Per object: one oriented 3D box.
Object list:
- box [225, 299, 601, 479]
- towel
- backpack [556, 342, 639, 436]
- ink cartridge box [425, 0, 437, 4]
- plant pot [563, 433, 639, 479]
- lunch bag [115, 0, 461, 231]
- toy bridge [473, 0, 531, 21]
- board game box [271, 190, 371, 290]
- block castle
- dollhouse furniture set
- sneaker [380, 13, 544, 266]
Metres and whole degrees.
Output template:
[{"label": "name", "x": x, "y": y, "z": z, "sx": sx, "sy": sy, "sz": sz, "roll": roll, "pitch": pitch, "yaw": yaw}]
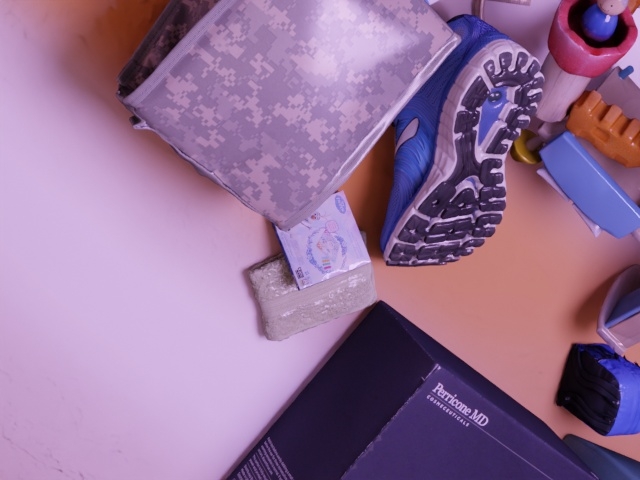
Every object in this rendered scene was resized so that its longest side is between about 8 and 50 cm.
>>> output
[{"label": "box", "x": 0.118, "y": 0.305, "z": 1.548, "sx": 0.343, "sy": 0.179, "sz": 0.312, "roll": 38, "pitch": 96, "yaw": -30}, {"label": "towel", "x": -0.006, "y": 0.052, "z": 1.488, "sx": 0.148, "sy": 0.027, "sz": 0.110, "roll": -20, "pitch": 116, "yaw": -12}, {"label": "backpack", "x": 0.380, "y": 0.193, "z": 1.637, "sx": 0.101, "sy": 0.120, "sz": 0.097, "roll": -1, "pitch": 110, "yaw": -20}, {"label": "ink cartridge box", "x": 0.121, "y": -0.327, "z": 1.325, "sx": 0.090, "sy": 0.143, "sz": 0.092, "roll": -27, "pitch": 119, "yaw": 11}, {"label": "plant pot", "x": 0.389, "y": 0.362, "z": 1.644, "sx": 0.166, "sy": 0.234, "sz": 0.165, "roll": 24, "pitch": 102, "yaw": -27}, {"label": "lunch bag", "x": -0.043, "y": -0.181, "z": 1.299, "sx": 0.235, "sy": 0.169, "sz": 0.287, "roll": 39, "pitch": 91, "yaw": -27}, {"label": "toy bridge", "x": 0.207, "y": -0.278, "z": 1.434, "sx": 0.063, "sy": 0.026, "sz": 0.188, "roll": 3, "pitch": 110, "yaw": -20}, {"label": "board game box", "x": 0.000, "y": 0.000, "z": 1.451, "sx": 0.090, "sy": 0.020, "sz": 0.090, "roll": -21, "pitch": 88, "yaw": -11}, {"label": "block castle", "x": 0.480, "y": -0.161, "z": 1.323, "sx": 0.453, "sy": 0.213, "sz": 0.303, "roll": 37, "pitch": 63, "yaw": 9}, {"label": "dollhouse furniture set", "x": 0.372, "y": -0.070, "z": 1.554, "sx": 0.303, "sy": 0.198, "sz": 0.286, "roll": 45, "pitch": 50, "yaw": -6}, {"label": "sneaker", "x": 0.141, "y": -0.106, "z": 1.428, "sx": 0.130, "sy": 0.147, "sz": 0.330, "roll": 0, "pitch": 130, "yaw": -26}]
